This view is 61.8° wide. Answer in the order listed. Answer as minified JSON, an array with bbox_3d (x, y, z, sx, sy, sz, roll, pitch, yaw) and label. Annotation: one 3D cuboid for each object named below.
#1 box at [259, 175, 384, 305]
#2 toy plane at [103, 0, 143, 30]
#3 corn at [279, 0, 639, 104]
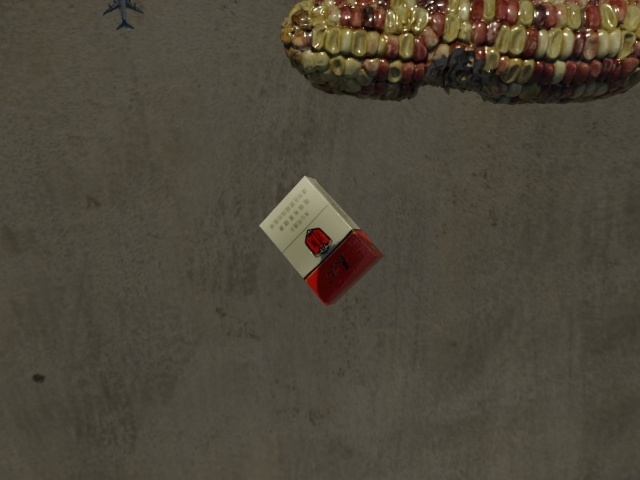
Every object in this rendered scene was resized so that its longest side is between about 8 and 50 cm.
[{"bbox_3d":[0.000,0.000,0.739,0.100,0.048,0.152,-46,71,18],"label":"box"},{"bbox_3d":[-0.373,-0.440,1.010,0.078,0.024,0.084,-19,124,-33],"label":"toy plane"},{"bbox_3d":[0.114,-0.155,0.426,0.290,0.098,0.098,-3,112,-1],"label":"corn"}]
